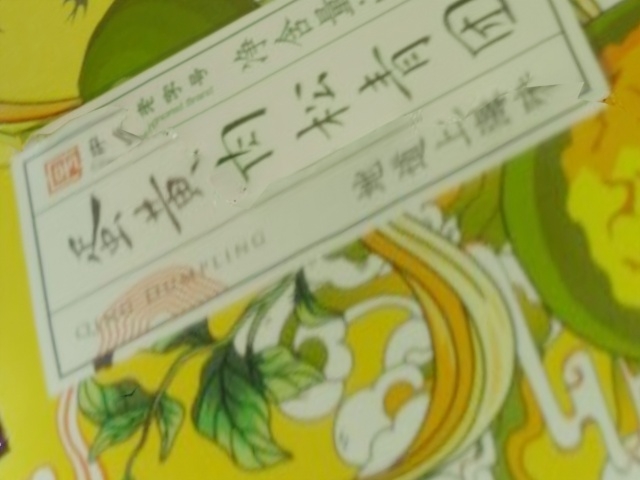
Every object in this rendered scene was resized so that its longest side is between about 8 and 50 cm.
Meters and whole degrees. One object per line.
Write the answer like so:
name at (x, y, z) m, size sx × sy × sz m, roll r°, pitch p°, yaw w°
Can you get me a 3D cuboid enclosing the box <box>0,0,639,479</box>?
box at (0.000, 0.000, 0.507) m, size 0.420 × 0.138 × 0.373 m, roll -26°, pitch 57°, yaw 15°
